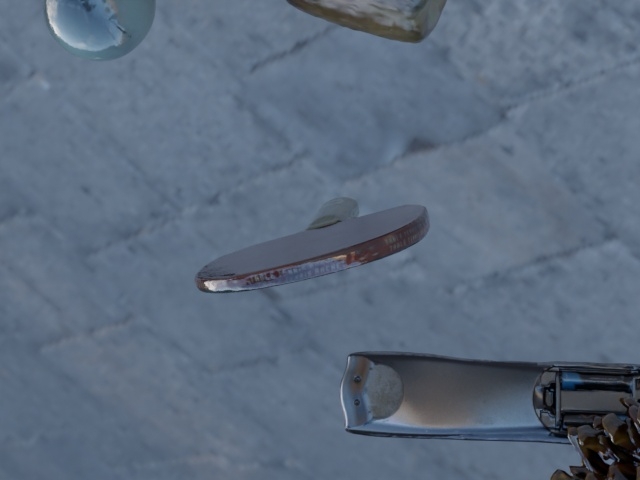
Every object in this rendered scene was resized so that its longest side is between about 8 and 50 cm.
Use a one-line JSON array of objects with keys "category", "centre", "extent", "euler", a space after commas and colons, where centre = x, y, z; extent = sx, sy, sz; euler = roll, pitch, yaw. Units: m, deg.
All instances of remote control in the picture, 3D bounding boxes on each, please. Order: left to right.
[{"category": "remote control", "centre": [0.119, 0.105, 1.094], "extent": [0.212, 0.059, 0.028], "euler": [2, 169, -1]}]

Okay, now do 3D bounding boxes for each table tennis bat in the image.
[{"category": "table tennis bat", "centre": [0.000, 0.000, 0.627], "extent": [0.156, 0.087, 0.013], "euler": [-61, -44, -80]}]

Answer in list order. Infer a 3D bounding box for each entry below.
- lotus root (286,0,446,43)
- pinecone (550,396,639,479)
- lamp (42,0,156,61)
[{"category": "lotus root", "centre": [0.054, -0.206, 0.684], "extent": [0.074, 0.170, 0.260], "euler": [24, 113, 6]}, {"category": "pinecone", "centre": [0.209, 0.165, 1.004], "extent": [0.173, 0.173, 0.173], "euler": [29, 152, 17]}, {"category": "lamp", "centre": [-0.199, -0.214, 1.485], "extent": [0.105, 0.105, 0.105], "euler": [29, 152, 17]}]
